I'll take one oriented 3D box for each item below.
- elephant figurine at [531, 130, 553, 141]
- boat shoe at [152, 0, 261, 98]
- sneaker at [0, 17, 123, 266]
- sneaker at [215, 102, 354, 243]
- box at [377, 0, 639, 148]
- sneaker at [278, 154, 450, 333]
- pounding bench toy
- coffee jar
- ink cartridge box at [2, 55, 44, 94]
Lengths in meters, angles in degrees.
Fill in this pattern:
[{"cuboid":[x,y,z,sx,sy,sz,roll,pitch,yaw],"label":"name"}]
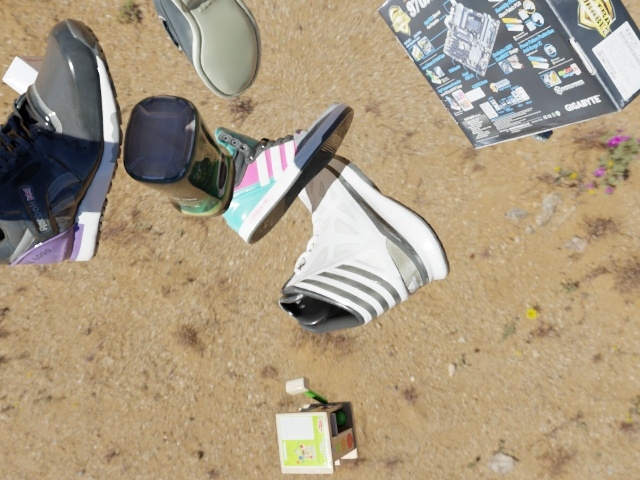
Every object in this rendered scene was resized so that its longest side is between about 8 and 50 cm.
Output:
[{"cuboid":[0.348,-0.307,1.178,0.186,0.239,0.169,-11,134,42],"label":"elephant figurine"},{"cuboid":[-0.195,-0.365,0.956,0.127,0.340,0.113,-41,63,-2],"label":"boat shoe"},{"cuboid":[-0.274,-0.072,0.579,0.124,0.107,0.283,-11,141,-37],"label":"sneaker"},{"cuboid":[-0.091,-0.158,1.058,0.178,0.124,0.295,39,84,11],"label":"sneaker"},{"cuboid":[0.149,-0.173,0.514,0.051,0.220,0.175,-40,99,-9],"label":"box"},{"cuboid":[0.000,-0.001,1.093,0.257,0.447,0.169,-34,125,-11],"label":"sneaker"},{"cuboid":[-0.002,0.165,0.562,0.052,0.065,0.083,-11,82,26],"label":"pounding bench toy"},{"cuboid":[-0.153,-0.087,0.691,0.079,0.184,0.096,4,79,7],"label":"coffee jar"},{"cuboid":[-0.444,-0.250,1.007,0.122,0.088,0.052,37,107,-6],"label":"ink cartridge box"}]
